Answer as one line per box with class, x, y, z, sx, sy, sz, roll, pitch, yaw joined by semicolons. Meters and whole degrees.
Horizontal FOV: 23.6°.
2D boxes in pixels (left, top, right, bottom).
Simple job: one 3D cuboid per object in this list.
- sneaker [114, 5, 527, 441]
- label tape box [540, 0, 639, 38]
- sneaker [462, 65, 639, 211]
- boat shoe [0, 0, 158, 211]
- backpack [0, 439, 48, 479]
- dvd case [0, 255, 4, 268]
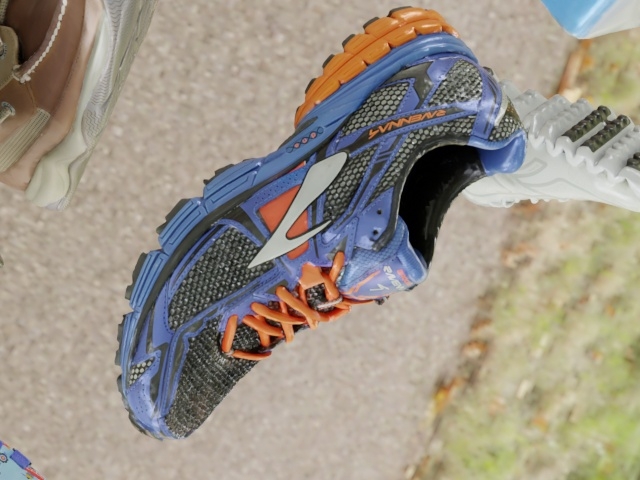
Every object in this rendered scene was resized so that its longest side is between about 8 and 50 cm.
sneaker;0.000;0.000;0.644;0.221;0.087;0.083;-49;152;-3
label tape box;0.207;-0.193;0.412;0.347;0.115;0.249;-17;157;-44
sneaker;0.200;-0.080;1.454;0.110;0.292;0.118;-25;131;-47
boat shoe;-0.188;-0.118;1.015;0.324;0.116;0.123;130;-18;-59
backpack;-0.248;0.181;0.937;0.117;0.173;0.158;-43;-172;34
dvd case;-0.288;-0.103;0.958;0.022;0.253;0.180;-30;162;1
